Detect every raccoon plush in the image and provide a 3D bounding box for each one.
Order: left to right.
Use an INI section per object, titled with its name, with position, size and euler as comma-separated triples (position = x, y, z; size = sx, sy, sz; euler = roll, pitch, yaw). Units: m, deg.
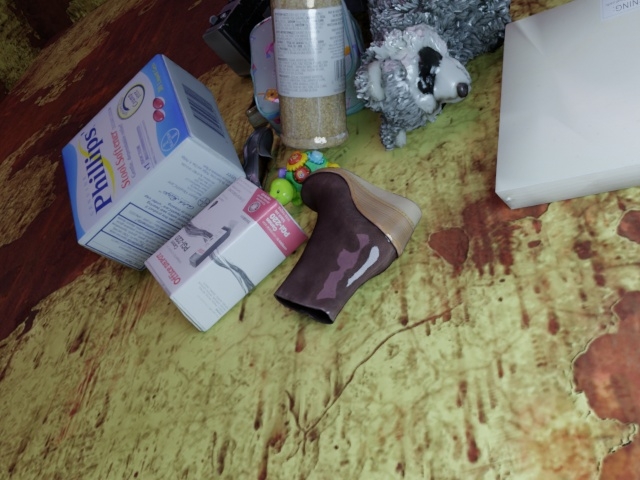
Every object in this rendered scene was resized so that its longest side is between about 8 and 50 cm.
[raccoon plush]
position = 0.109, -0.323, 1.256
size = 0.299, 0.216, 0.446
euler = -48, 30, -7

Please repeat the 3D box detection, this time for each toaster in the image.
[toaster]
position = -0.160, -0.491, 1.756
size = 0.110, 0.186, 0.168
euler = 7, 61, 51

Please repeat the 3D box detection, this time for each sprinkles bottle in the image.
[sprinkles bottle]
position = -0.020, -0.330, 1.203
size = 0.121, 0.355, 0.121
euler = -3, 22, 1

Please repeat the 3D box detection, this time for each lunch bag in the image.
[lunch bag]
position = -0.014, -0.331, 1.412
size = 0.224, 0.108, 0.279
euler = -19, 54, 15

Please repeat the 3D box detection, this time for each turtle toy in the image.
[turtle toy]
position = -0.035, -0.102, 1.227
size = 0.095, 0.066, 0.130
euler = 6, 52, 48

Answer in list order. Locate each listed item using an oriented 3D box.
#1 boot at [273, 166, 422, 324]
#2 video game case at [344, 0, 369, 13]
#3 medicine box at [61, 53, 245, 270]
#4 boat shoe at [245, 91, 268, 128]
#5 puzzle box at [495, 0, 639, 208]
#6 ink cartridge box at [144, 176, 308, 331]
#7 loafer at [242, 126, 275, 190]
[boot]
position = 0.000, 0.000, 1.040
size = 0.207, 0.090, 0.248
euler = -47, 37, -18
[video game case]
position = 0.096, -0.534, 1.599
size = 0.248, 0.035, 0.275
euler = -29, 26, -28
[medicine box]
position = -0.314, -0.142, 1.367
size = 0.289, 0.149, 0.263
euler = -39, 49, 16
[boat shoe]
position = -0.126, -0.296, 1.578
size = 0.056, 0.048, 0.153
euler = -17, 37, 29
[puzzle box]
position = 0.406, -0.196, 0.859
size = 0.409, 0.052, 0.271
euler = -10, 58, 37
[ink cartridge box]
position = -0.152, 0.016, 1.169
size = 0.218, 0.092, 0.159
euler = -44, 32, -7
[loafer]
position = -0.109, -0.143, 1.365
size = 0.061, 0.062, 0.170
euler = -6, 53, 28
